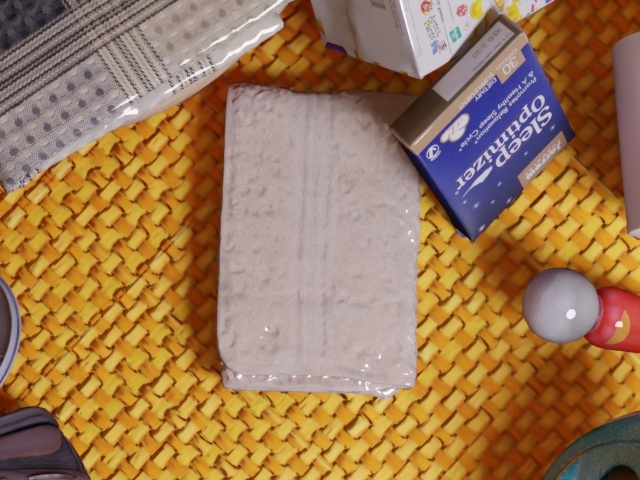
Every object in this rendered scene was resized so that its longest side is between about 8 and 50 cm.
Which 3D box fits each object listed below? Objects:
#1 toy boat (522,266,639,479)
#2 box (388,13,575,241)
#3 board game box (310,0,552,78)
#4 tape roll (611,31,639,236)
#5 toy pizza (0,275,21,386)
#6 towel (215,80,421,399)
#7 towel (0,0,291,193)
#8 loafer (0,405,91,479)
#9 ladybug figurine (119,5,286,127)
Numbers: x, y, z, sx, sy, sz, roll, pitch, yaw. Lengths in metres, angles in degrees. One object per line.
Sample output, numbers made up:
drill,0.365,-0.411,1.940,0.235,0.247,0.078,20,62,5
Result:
toy boat,0.247,0.179,1.666,0.148,0.267,0.318,15,58,-28
box,0.149,-0.085,1.679,0.136,0.225,0.036,-46,59,-4
board game box,0.130,-0.273,1.660,0.275,0.142,0.144,-31,122,-24
tape roll,0.378,-0.096,1.667,0.246,0.246,0.169,-4,85,-1
toy pizza,-0.357,0.099,1.712,0.201,0.032,0.201,-7,55,10
towel,0.000,0.000,1.753,0.187,0.049,0.282,3,85,-2
towel,-0.204,-0.251,1.610,0.324,0.056,0.312,-33,84,-1
loafer,-0.321,0.231,1.626,0.302,0.109,0.095,-24,58,-42
ladybug figurine,-0.164,-0.276,1.713,0.305,0.162,0.449,43,86,2
